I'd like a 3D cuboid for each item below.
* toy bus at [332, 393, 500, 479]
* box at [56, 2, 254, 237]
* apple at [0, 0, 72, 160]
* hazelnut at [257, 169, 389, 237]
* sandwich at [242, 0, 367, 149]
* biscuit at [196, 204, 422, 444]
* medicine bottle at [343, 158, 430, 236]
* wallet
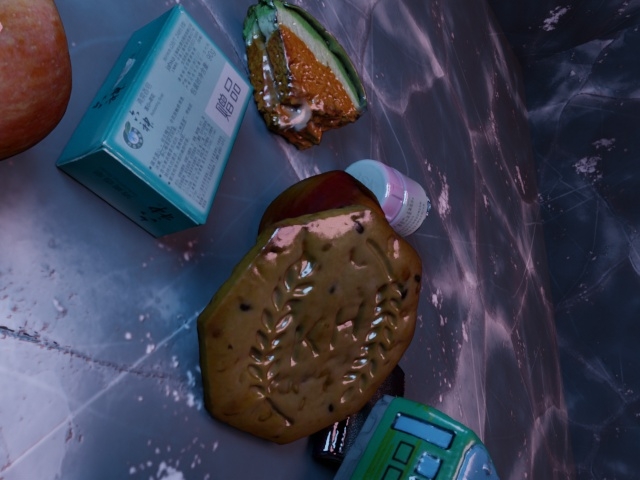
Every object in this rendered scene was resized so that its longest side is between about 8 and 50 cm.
[{"bbox_3d":[0.112,0.410,0.742,0.344,0.199,0.184,-53,129,-33],"label":"toy bus"},{"bbox_3d":[-0.189,-0.147,0.652,0.153,0.092,0.245,45,45,-39],"label":"box"},{"bbox_3d":[-0.299,-0.146,0.406,0.173,0.188,0.188,-30,104,-44],"label":"apple"},{"bbox_3d":[0.000,0.000,0.804,0.208,0.208,0.208,25,59,-50],"label":"hazelnut"},{"bbox_3d":[-0.031,-0.273,0.923,0.292,0.109,0.212,10,78,-52],"label":"sandwich"},{"bbox_3d":[0.001,0.121,0.713,0.358,0.046,0.360,-14,116,-30],"label":"biscuit"},{"bbox_3d":[0.123,-0.082,1.053,0.168,0.135,0.135,18,65,-53],"label":"medicine bottle"},{"bbox_3d":[0.084,0.296,0.928,0.262,0.071,0.221,47,42,-46],"label":"wallet"}]
